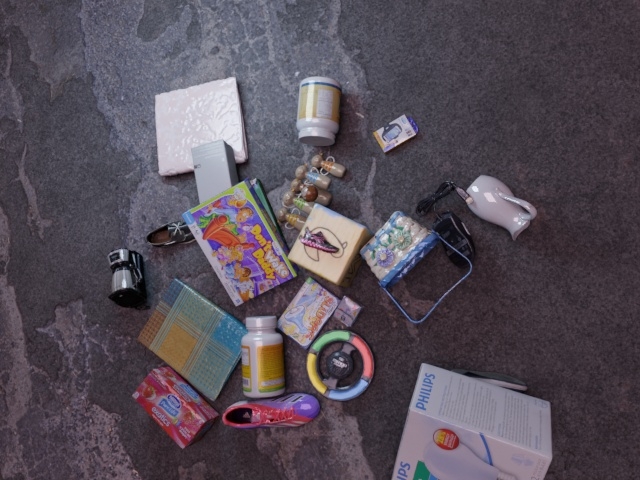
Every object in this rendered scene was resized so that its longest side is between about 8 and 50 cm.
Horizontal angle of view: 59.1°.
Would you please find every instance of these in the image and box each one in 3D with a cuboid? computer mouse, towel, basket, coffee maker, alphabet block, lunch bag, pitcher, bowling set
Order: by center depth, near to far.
[{"bbox_3d":[0.545,-0.113,1.697,0.207,0.178,0.125,42,73,14],"label":"pitcher"},{"bbox_3d":[0.278,0.074,1.723,0.289,0.201,0.255,43,100,10],"label":"basket"},{"bbox_3d":[0.428,-0.058,1.752,0.262,0.060,0.184,57,132,19],"label":"computer mouse"},{"bbox_3d":[0.038,0.019,1.796,0.192,0.193,0.197,26,90,17],"label":"alphabet block"},{"bbox_3d":[0.090,0.230,1.829,0.071,0.053,0.083,35,101,16],"label":"lunch bag"},{"bbox_3d":[-0.050,-0.174,1.844,0.154,0.200,0.287,26,86,16],"label":"bowling set"},{"bbox_3d":[-0.431,0.335,1.951,0.370,0.040,0.272,32,90,17],"label":"towel"},{"bbox_3d":[-0.678,0.138,1.987,0.120,0.171,0.178,-11,58,-9],"label":"coffee maker"},{"bbox_3d":[-0.435,-0.405,2.035,0.331,0.053,0.317,-9,80,12],"label":"towel"}]

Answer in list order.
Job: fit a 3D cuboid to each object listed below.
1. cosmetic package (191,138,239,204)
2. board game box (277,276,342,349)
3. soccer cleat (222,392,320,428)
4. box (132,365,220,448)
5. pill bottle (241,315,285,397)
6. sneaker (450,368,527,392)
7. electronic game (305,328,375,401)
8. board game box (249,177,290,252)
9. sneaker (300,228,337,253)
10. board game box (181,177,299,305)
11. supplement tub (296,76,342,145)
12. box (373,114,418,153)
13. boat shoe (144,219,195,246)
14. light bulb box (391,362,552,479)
[{"bbox_3d":[-0.350,-0.205,1.915,0.127,0.107,0.238,-14,79,9],"label":"cosmetic package"},{"bbox_3d":[-0.038,0.240,1.867,0.136,0.035,0.201,35,92,15],"label":"board game box"},{"bbox_3d":[-0.158,0.557,1.814,0.317,0.116,0.109,-8,81,13],"label":"soccer cleat"},{"bbox_3d":[-0.481,0.551,1.887,0.256,0.128,0.123,40,93,15],"label":"box"},{"bbox_3d":[-0.187,0.371,1.825,0.136,0.136,0.246,-3,87,13],"label":"pill bottle"},{"bbox_3d":[0.495,0.479,1.687,0.226,0.086,0.164,5,93,6],"label":"sneaker"},{"bbox_3d":[0.063,0.400,1.816,0.229,0.048,0.230,-2,82,14],"label":"electronic game"},{"bbox_3d":[-0.249,-0.029,1.946,0.213,0.046,0.318,-25,78,10],"label":"board game box"},{"bbox_3d":[0.000,0.000,1.688,0.119,0.047,0.057,20,77,14],"label":"sneaker"},{"bbox_3d":[-0.255,0.007,1.831,0.233,0.078,0.347,-27,101,9],"label":"board game box"},{"bbox_3d":[-0.005,-0.429,1.886,0.144,0.144,0.200,3,84,14],"label":"supplement tub"},{"bbox_3d":[0.254,-0.356,1.875,0.136,0.028,0.081,-31,77,10],"label":"box"},{"bbox_3d":[-0.505,-0.029,1.993,0.232,0.079,0.084,-17,78,10],"label":"boat shoe"},{"bbox_3d":[0.401,0.587,1.554,0.360,0.225,0.358,15,115,15],"label":"light bulb box"}]
